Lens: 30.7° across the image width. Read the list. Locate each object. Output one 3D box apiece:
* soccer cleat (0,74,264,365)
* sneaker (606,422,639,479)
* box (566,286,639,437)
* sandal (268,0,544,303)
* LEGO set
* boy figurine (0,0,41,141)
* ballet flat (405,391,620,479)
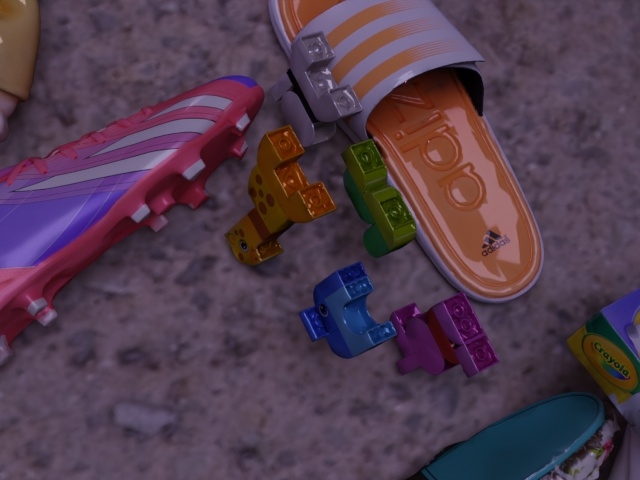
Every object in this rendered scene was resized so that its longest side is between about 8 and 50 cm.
[{"bbox_3d":[-0.141,-0.031,0.695,0.248,0.083,0.095,-42,82,-12],"label":"soccer cleat"},{"bbox_3d":[0.204,0.158,0.702,0.106,0.123,0.290,34,52,2],"label":"sneaker"},{"bbox_3d":[0.231,0.101,0.648,0.105,0.043,0.179,-24,71,-36],"label":"box"},{"bbox_3d":[0.069,-0.086,0.738,0.102,0.076,0.265,-32,84,-14],"label":"sandal"},{"bbox_3d":[0.000,0.000,0.709,0.087,0.093,0.227,-21,80,-36],"label":"LEGO set"},{"bbox_3d":[-0.247,-0.136,0.694,0.177,0.092,0.285,27,74,-2],"label":"boy figurine"},{"bbox_3d":[0.076,0.175,0.689,0.241,0.091,0.077,-28,113,-10],"label":"ballet flat"}]
